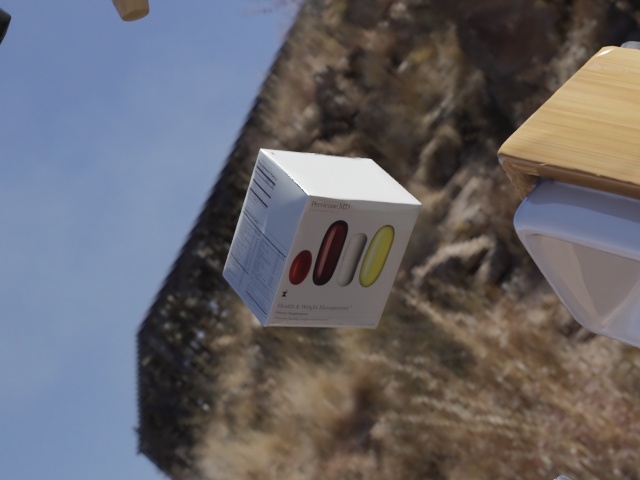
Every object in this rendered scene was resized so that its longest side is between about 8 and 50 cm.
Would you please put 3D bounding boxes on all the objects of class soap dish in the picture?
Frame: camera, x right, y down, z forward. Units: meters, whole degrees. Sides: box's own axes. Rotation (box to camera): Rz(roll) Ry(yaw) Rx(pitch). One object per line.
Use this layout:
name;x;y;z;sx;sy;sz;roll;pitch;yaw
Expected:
soap dish;0.260;0.006;0.662;0.229;0.290;0.118;42;-114;-60

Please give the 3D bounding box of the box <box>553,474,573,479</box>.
box;0.379;0.608;1.569;0.471;0.479;0.298;-37;-46;-39

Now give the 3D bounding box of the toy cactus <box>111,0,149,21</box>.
toy cactus;-0.246;-0.336;1.457;0.219;0.181;0.112;-10;-12;-43

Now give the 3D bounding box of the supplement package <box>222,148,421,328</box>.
supplement package;0.000;0.000;1.780;0.194;0.149;0.203;3;-63;-33

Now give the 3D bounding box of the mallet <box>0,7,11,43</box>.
mallet;-0.269;-0.080;0.786;0.190;0.062;0.039;-51;18;6
